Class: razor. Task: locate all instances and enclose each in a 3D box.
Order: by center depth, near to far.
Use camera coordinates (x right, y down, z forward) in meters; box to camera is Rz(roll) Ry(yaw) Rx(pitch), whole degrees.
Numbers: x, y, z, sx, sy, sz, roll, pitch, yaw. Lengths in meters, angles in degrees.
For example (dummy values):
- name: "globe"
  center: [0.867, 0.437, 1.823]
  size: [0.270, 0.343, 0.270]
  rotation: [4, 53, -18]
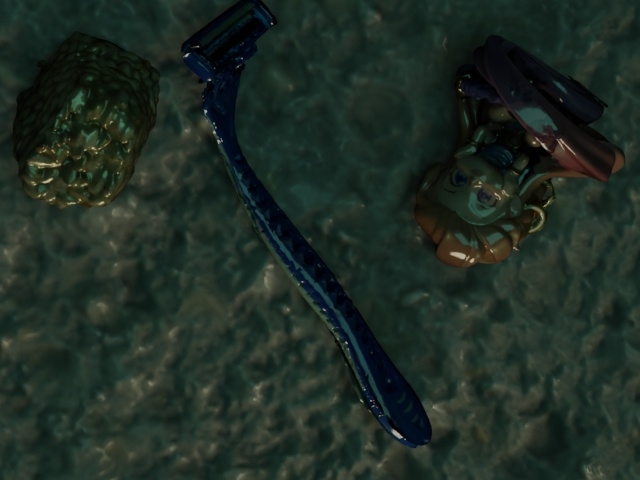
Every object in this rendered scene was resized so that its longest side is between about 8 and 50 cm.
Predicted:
- name: "razor"
  center: [-0.010, 0.002, 1.177]
  size: [0.056, 0.093, 0.324]
  rotation: [-15, 110, 32]

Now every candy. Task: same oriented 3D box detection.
- name: "candy"
  center: [-0.146, -0.073, 1.110]
  size: [0.085, 0.110, 0.095]
  rotation: [23, 109, -15]

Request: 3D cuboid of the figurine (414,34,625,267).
- name: "figurine"
  center: [0.128, -0.053, 1.176]
  size: [0.126, 0.114, 0.157]
  rotation: [32, 123, 16]
